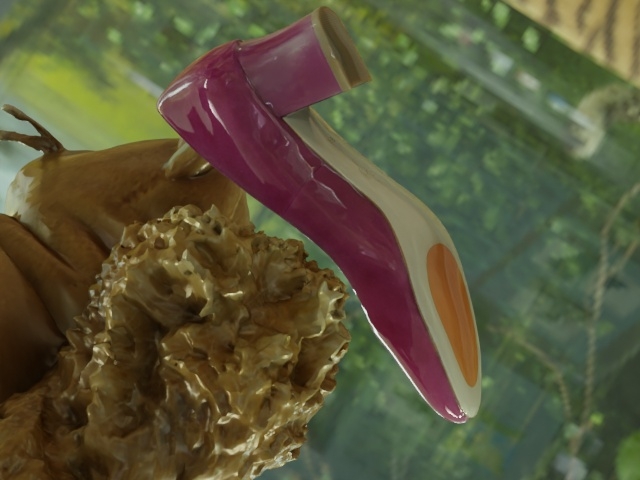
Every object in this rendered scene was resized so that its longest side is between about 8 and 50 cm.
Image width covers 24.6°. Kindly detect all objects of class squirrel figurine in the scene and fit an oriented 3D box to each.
[{"bbox_3d":[-0.145,0.073,0.842,0.397,0.370,0.281,18,126,40],"label":"squirrel figurine"}]

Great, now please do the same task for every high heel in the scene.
[{"bbox_3d":[0.000,0.000,0.815,0.244,0.117,0.082,64,-156,-4],"label":"high heel"}]
